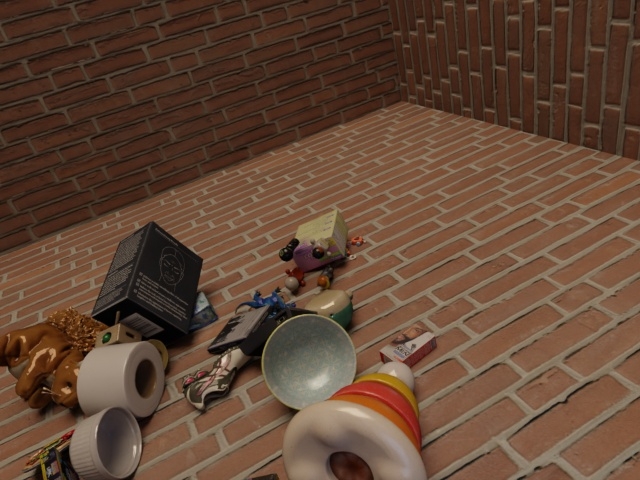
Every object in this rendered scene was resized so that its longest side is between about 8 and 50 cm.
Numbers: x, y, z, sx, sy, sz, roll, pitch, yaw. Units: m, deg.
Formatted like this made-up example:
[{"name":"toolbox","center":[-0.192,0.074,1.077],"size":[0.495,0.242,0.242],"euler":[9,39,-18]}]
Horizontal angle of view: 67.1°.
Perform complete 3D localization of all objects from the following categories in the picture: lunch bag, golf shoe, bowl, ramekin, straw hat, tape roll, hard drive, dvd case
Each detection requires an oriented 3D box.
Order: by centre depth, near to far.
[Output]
[{"name":"ramekin","center":[-0.635,0.604,1.420],"size":[0.109,0.207,0.207],"euler":[-20,30,9]},{"name":"bowl","center":[-0.042,0.384,1.529],"size":[0.290,0.289,0.156],"euler":[-23,-10,-13]},{"name":"tape roll","center":[-0.656,0.467,1.607],"size":[0.169,0.246,0.246],"euler":[-8,31,11]},{"name":"hard drive","center":[-0.137,0.317,1.635],"size":[0.255,0.172,0.054],"euler":[-40,55,23]},{"name":"golf shoe","center":[-0.332,0.463,1.643],"size":[0.273,0.105,0.120],"euler":[-31,56,-25]},{"name":"dvd case","center":[-0.300,0.330,1.796],"size":[0.239,0.029,0.179],"euler":[-23,21,38]},{"name":"straw hat","center":[-0.604,0.436,1.808],"size":[0.145,0.144,0.061],"euler":[3,-7,28]},{"name":"lunch bag","center":[-0.519,0.298,1.980],"size":[0.151,0.096,0.129],"euler":[-34,35,-9]}]

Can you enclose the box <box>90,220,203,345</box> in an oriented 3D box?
[{"name":"box","center":[-0.667,0.178,1.912],"size":[0.212,0.293,0.395],"euler":[-27,39,24]}]

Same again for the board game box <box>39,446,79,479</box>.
[{"name":"board game box","center":[-0.728,0.692,1.368],"size":[0.048,0.141,0.170],"euler":[-32,35,-22]}]

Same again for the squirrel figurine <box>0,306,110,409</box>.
[{"name":"squirrel figurine","center":[-0.924,0.428,1.776],"size":[0.371,0.280,0.397],"euler":[9,40,24]}]

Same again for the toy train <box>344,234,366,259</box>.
[{"name":"toy train","center":[0.131,0.023,2.187],"size":[0.125,0.046,0.166],"euler":[-1,33,22]}]

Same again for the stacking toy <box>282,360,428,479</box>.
[{"name":"stacking toy","center":[0.145,0.474,1.277],"size":[0.351,0.350,0.480],"euler":[0,15,24]}]

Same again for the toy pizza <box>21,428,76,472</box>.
[{"name":"toy pizza","center":[-0.830,0.644,1.504],"size":[0.201,0.032,0.201],"euler":[-30,2,1]}]

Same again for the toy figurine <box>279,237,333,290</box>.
[{"name":"toy figurine","center":[-0.055,0.097,1.986],"size":[0.210,0.212,0.148],"euler":[-1,21,14]}]

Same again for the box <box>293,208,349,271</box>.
[{"name":"box","center":[0.000,0.000,2.159],"size":[0.214,0.117,0.243],"euler":[-23,26,21]}]

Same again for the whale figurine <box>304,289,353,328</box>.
[{"name":"whale figurine","center":[0.030,0.260,1.790],"size":[0.216,0.141,0.272],"euler":[-25,7,-5]}]

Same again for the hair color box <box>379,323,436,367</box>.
[{"name":"hair color box","center":[0.286,0.352,1.572],"size":[0.167,0.053,0.093],"euler":[-30,33,-25]}]

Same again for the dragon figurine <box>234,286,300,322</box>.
[{"name":"dragon figurine","center":[-0.217,0.265,1.902],"size":[0.289,0.085,0.144],"euler":[-10,30,6]}]

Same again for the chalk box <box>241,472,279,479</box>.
[{"name":"chalk box","center":[-0.217,0.692,1.115],"size":[0.289,0.179,0.180],"euler":[-14,31,4]}]

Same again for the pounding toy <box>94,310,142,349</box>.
[{"name":"pounding toy","center":[-0.727,0.345,1.732],"size":[0.130,0.141,0.100],"euler":[-24,49,15]}]
